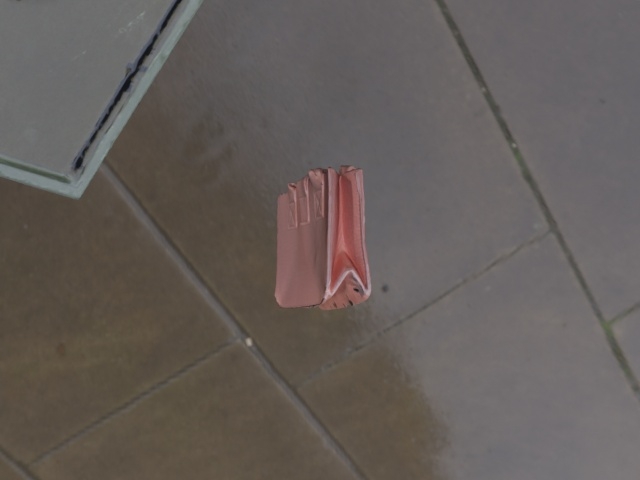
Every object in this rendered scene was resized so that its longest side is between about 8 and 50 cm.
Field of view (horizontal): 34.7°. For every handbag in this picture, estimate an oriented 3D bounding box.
[{"bbox_3d":[0.000,0.000,1.178,0.059,0.212,0.157,0,84,-17],"label":"handbag"}]

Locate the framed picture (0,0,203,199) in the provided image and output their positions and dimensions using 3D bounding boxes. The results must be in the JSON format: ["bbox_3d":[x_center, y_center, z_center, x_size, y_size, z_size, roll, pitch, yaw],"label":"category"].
[{"bbox_3d":[-0.165,-0.190,0.624,0.247,0.022,0.335,18,112,-48],"label":"framed picture"}]
